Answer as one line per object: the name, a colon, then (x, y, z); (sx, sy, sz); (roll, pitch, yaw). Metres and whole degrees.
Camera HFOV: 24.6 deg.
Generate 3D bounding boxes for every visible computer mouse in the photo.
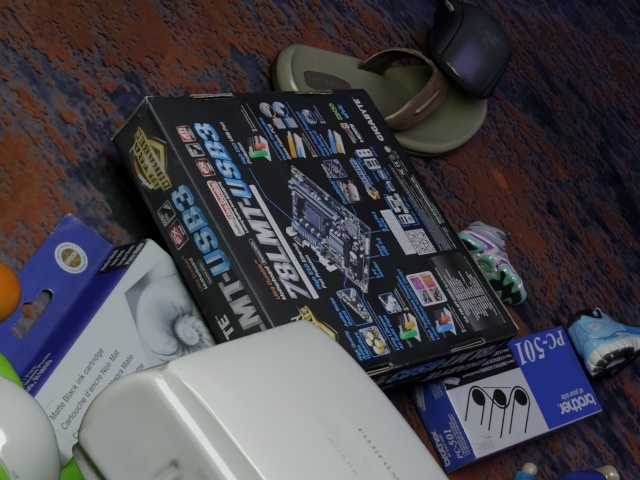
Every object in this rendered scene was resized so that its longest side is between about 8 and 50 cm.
computer mouse: (0.145, -0.258, 1.616); (0.184, 0.060, 0.262); (44, 22, -7)

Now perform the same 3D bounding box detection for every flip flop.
flip flop: (0.075, -0.159, 1.525); (0.277, 0.080, 0.112); (9, 57, -37)

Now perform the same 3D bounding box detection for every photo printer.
photo printer: (-0.003, 0.178, 0.979); (0.256, 0.107, 0.307); (53, 17, 10)

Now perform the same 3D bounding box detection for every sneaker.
sneaker: (0.187, 0.016, 1.533); (0.098, 0.038, 0.069); (48, 42, -5)
sneaker: (0.301, 0.097, 1.539); (0.073, 0.063, 0.162); (52, 16, 19)

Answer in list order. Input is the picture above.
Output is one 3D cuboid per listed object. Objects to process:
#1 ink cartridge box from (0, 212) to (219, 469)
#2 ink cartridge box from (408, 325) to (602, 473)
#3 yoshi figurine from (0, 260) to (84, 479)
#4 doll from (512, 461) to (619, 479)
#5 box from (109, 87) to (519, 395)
ink cartridge box: (-0.156, 0.103, 1.163); (0.224, 0.045, 0.223); (41, 43, -11)
ink cartridge box: (0.180, 0.151, 1.427); (0.207, 0.046, 0.097); (-10, 71, -45)
yoshi figurine: (-0.176, 0.173, 0.953); (0.203, 0.203, 0.362); (-18, 78, -32)
doll: (0.226, 0.268, 1.386); (0.189, 0.046, 0.129); (-8, 66, -44)
box: (0.000, 0.000, 1.300); (0.293, 0.073, 0.295); (-11, 63, -47)
